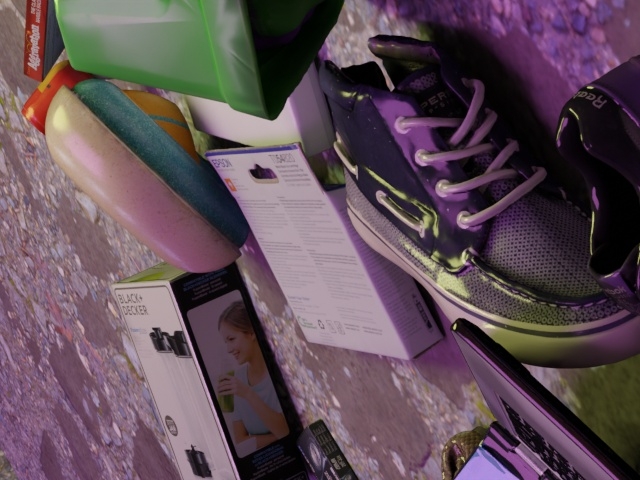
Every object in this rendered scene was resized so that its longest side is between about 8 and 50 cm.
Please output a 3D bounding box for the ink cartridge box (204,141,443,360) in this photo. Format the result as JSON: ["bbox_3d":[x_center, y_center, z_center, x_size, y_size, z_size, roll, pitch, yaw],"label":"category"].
[{"bbox_3d":[0.000,0.000,1.522,0.224,0.045,0.223,62,159,-14],"label":"ink cartridge box"}]

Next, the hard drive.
[{"bbox_3d":[-0.102,-0.257,1.497,0.233,0.047,0.353,20,131,58],"label":"hard drive"}]

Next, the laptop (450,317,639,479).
[{"bbox_3d":[0.181,0.312,1.154,0.382,0.236,0.408,43,174,23],"label":"laptop"}]

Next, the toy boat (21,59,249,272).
[{"bbox_3d":[-0.198,-0.116,1.713,0.318,0.148,0.267,45,180,43],"label":"toy boat"}]

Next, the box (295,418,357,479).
[{"bbox_3d":[0.007,0.246,1.824,0.083,0.018,0.067,58,157,14],"label":"box"}]

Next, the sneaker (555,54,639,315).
[{"bbox_3d":[0.222,0.027,0.999,0.107,0.124,0.283,-6,108,66],"label":"sneaker"}]

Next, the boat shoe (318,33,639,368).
[{"bbox_3d":[0.106,-0.038,1.172,0.340,0.127,0.158,31,146,52],"label":"boat shoe"}]

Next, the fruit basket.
[{"bbox_3d":[-0.025,-0.282,1.134,0.392,0.283,0.392,8,124,12],"label":"fruit basket"}]

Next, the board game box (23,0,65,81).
[{"bbox_3d":[-0.255,-0.293,1.674,0.027,0.145,0.281,27,150,3],"label":"board game box"}]

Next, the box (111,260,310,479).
[{"bbox_3d":[-0.128,0.166,1.902,0.169,0.087,0.290,-3,107,60],"label":"box"}]

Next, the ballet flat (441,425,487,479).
[{"bbox_3d":[0.181,0.277,1.434,0.250,0.058,0.084,58,157,15],"label":"ballet flat"}]
